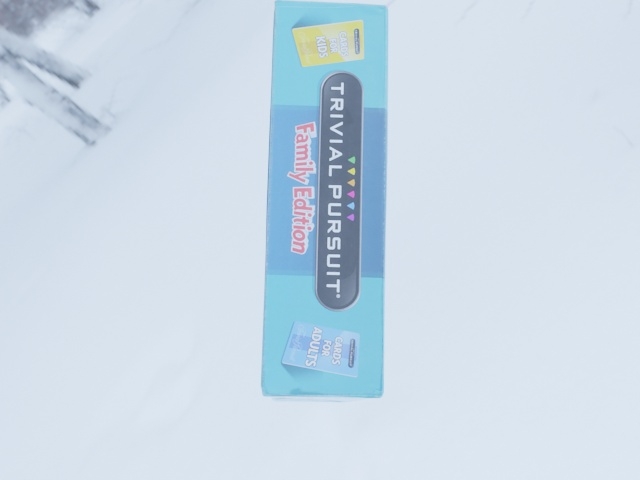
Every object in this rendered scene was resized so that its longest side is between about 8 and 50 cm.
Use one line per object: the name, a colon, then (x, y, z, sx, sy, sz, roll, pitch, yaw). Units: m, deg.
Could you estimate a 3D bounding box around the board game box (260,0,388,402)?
board game box: (0.000, 0.000, 0.732, 0.336, 0.079, 0.254, 102, 170, -80)
